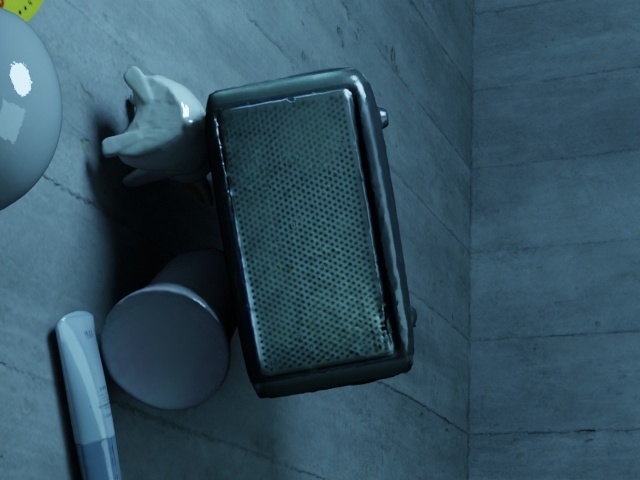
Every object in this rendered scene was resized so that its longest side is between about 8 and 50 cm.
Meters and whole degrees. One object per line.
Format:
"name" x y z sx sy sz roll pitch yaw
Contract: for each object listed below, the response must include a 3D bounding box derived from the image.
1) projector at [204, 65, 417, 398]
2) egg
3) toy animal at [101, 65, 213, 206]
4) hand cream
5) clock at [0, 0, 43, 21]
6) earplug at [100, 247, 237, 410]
"projector" 0.000 0.000 1.576 0.395 0.242 0.405 63 17 -86
"egg" -0.362 -0.143 1.184 0.176 0.176 0.232 49 32 -53
"toy animal" -0.214 -0.135 1.594 0.282 0.138 0.140 83 15 -78
"hand cream" -0.291 0.216 1.423 0.079 0.048 0.255 -13 92 -75
"clock" -0.399 -0.376 1.276 0.293 0.071 0.277 23 64 -64
"earplug" -0.176 0.092 1.572 0.301 0.172 0.172 -65 144 -68
